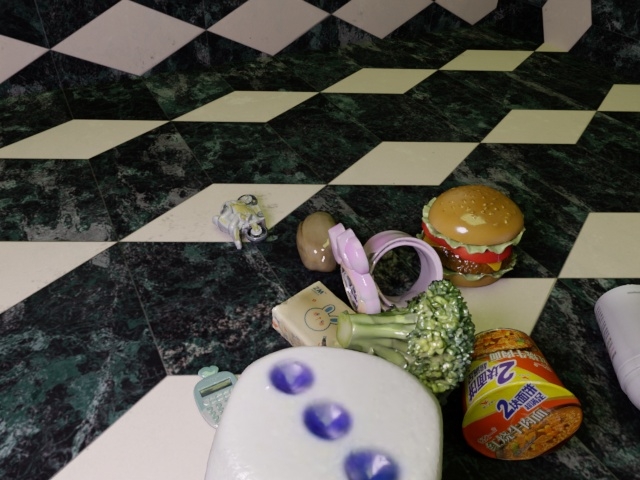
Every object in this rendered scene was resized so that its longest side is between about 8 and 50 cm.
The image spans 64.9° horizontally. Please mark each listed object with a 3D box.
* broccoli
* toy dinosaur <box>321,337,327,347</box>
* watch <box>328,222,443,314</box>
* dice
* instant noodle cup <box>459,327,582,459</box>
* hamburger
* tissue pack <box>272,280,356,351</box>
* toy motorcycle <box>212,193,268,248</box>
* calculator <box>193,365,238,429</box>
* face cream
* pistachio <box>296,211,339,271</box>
[{"bbox_3d":[0.175,0.206,0.956,0.260,0.287,0.235,-4,33,-42],"label":"broccoli"},{"bbox_3d":[0.075,0.315,0.974,0.055,0.101,0.279,-38,80,-11],"label":"toy dinosaur"},{"bbox_3d":[0.157,0.057,1.190,0.218,0.248,0.211,-18,12,-8],"label":"watch"},{"bbox_3d":[0.012,0.360,0.755,0.305,0.303,0.276,7,39,9],"label":"dice"},{"bbox_3d":[0.361,0.284,0.967,0.214,0.213,0.174,3,30,1],"label":"instant noodle cup"},{"bbox_3d":[0.398,-0.030,1.325,0.275,0.212,0.274,2,40,-1],"label":"hamburger"},{"bbox_3d":[0.005,0.197,1.126,0.148,0.092,0.196,-29,48,-31],"label":"tissue pack"},{"bbox_3d":[-0.232,-0.058,1.440,0.151,0.074,0.228,-11,43,-12],"label":"toy motorcycle"},{"bbox_3d":[-0.206,0.317,1.025,0.095,0.021,0.153,-18,44,-24],"label":"calculator"},{"bbox_3d":[0.690,0.267,1.034,0.146,0.145,0.369,6,39,5],"label":"face cream"},{"bbox_3d":[0.000,0.000,1.350,0.136,0.135,0.225,0,33,-3],"label":"pistachio"}]
